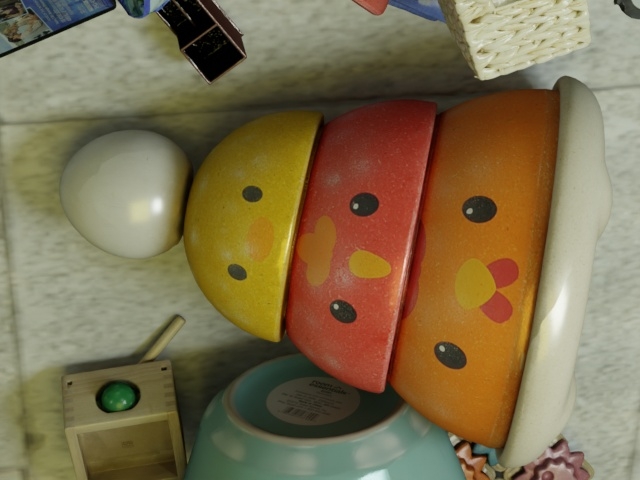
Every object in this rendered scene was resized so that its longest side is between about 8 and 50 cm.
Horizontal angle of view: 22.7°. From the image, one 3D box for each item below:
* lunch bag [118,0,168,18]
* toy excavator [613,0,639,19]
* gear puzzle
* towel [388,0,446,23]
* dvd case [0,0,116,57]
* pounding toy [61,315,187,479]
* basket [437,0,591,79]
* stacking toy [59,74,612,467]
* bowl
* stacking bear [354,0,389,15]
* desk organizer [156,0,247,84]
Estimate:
[{"bbox_3d":[-0.132,-0.273,1.287,0.129,0.096,0.151,-44,129,-37],"label":"lunch bag"},{"bbox_3d":[0.447,-0.321,1.334,0.433,0.222,0.445,-31,152,22],"label":"toy excavator"},{"bbox_3d":[0.128,0.310,1.698,0.339,0.044,0.175,-43,107,0],"label":"gear puzzle"},{"bbox_3d":[0.083,-0.364,1.341,0.243,0.040,0.336,19,114,-19],"label":"towel"},{"bbox_3d":[-0.313,-0.194,1.321,0.253,0.022,0.180,-22,156,3],"label":"dvd case"},{"bbox_3d":[-0.187,0.166,1.592,0.130,0.100,0.141,-8,133,-5],"label":"pounding toy"},{"bbox_3d":[0.150,-0.222,1.316,0.113,0.167,0.103,-18,126,2],"label":"basket"},{"bbox_3d":[0.000,0.000,1.430,0.479,0.350,0.351,8,121,3],"label":"stacking toy"},{"bbox_3d":[0.001,0.217,1.531,0.311,0.311,0.163,-6,115,-7],"label":"bowl"},{"bbox_3d":[0.062,-0.337,1.242,0.164,0.175,0.289,36,97,15],"label":"stacking bear"},{"bbox_3d":[-0.120,-0.201,1.388,0.047,0.050,0.130,-35,121,11],"label":"desk organizer"}]
